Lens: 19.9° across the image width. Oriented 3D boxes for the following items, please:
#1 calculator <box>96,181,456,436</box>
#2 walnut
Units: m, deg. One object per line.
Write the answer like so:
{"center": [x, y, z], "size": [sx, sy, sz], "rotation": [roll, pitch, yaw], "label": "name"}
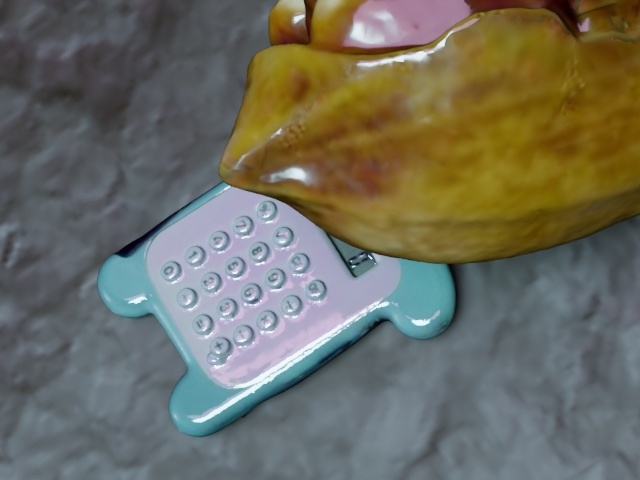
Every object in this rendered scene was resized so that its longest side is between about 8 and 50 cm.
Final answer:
{"center": [0.000, 0.000, 0.583], "size": [0.141, 0.019, 0.094], "rotation": [-33, 72, 1], "label": "calculator"}
{"center": [0.062, -0.056, 0.526], "size": [0.207, 0.116, 0.115], "rotation": [-24, 74, -17], "label": "walnut"}
